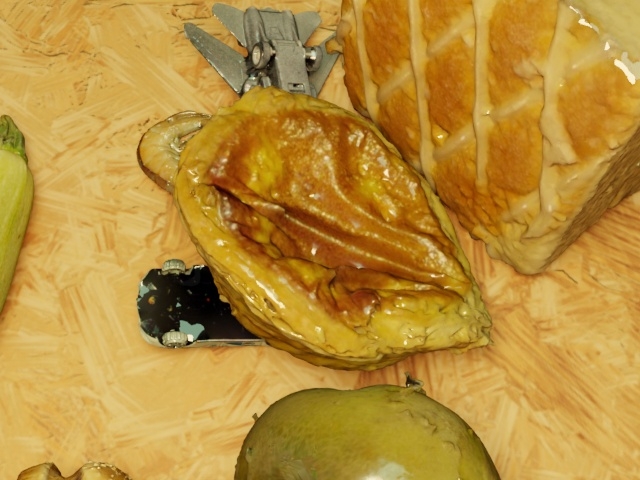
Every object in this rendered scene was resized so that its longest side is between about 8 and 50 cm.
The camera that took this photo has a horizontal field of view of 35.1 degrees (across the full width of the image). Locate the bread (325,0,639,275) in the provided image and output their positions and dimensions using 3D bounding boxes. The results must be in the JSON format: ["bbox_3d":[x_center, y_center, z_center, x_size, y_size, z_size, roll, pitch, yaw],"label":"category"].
[{"bbox_3d":[0.225,-0.222,1.059,0.279,0.390,0.371,-30,68,-24],"label":"bread"}]

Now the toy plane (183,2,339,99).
[{"bbox_3d":[-0.041,-0.156,1.181,0.212,0.088,0.267,-2,66,-27],"label":"toy plane"}]

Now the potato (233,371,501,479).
[{"bbox_3d":[0.052,0.303,0.896,0.269,0.219,0.359,-23,69,38],"label":"potato"}]

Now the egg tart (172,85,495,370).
[{"bbox_3d":[0.000,0.000,1.041,0.351,0.153,0.340,-6,61,-45],"label":"egg tart"}]

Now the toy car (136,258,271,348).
[{"bbox_3d":[-0.097,0.073,1.095,0.204,0.056,0.095,2,64,-18],"label":"toy car"}]

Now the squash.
[{"bbox_3d":[-0.369,-0.020,1.102,0.137,0.137,0.288,16,65,7],"label":"squash"}]

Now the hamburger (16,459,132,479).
[{"bbox_3d":[-0.218,0.286,0.927,0.117,0.191,0.182,-15,48,-6],"label":"hamburger"}]

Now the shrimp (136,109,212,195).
[{"bbox_3d":[-0.129,-0.086,1.183,0.178,0.034,0.124,38,65,20],"label":"shrimp"}]
